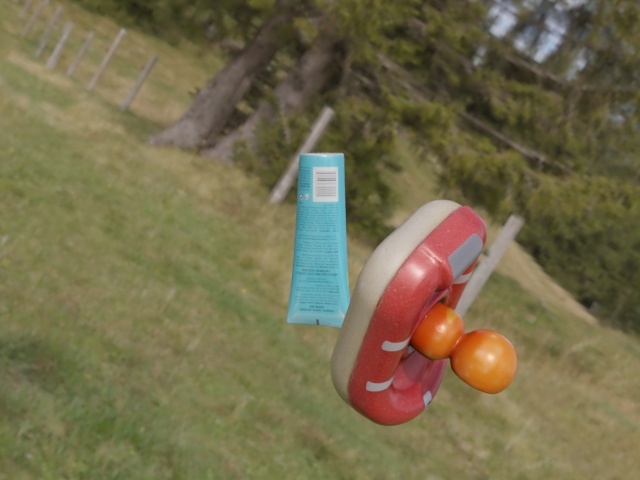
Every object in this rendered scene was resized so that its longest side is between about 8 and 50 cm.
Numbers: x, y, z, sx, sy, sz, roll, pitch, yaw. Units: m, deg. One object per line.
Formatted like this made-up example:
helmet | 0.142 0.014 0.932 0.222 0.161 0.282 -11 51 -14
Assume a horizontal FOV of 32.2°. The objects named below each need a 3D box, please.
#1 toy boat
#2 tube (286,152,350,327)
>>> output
toy boat | 0.109 0.086 1.003 0.151 0.231 0.151 34 49 17
tube | 0.000 0.000 1.310 0.080 0.207 0.052 3 6 19
